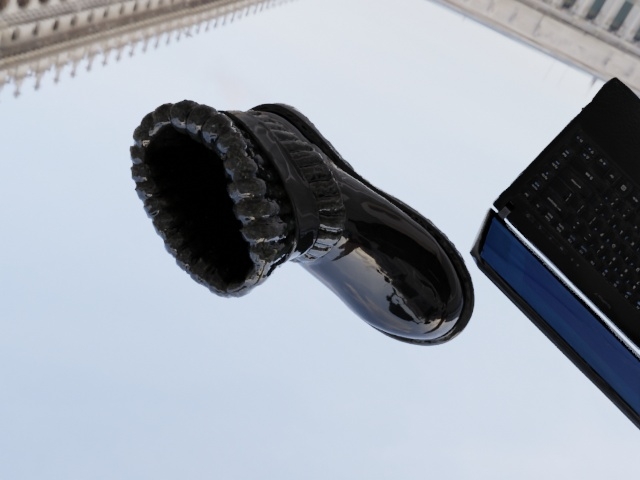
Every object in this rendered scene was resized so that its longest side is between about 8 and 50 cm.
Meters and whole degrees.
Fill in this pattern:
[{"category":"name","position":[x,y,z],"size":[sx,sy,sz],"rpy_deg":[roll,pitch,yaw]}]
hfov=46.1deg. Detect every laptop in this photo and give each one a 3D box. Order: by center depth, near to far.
[{"category":"laptop","position":[0.251,0.017,0.546],"size":[0.234,0.136,0.264],"rpy_deg":[46,-105,2]}]

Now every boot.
[{"category":"boot","position":[-0.003,0.002,0.716],"size":[0.348,0.131,0.260],"rpy_deg":[40,-163,3]}]
